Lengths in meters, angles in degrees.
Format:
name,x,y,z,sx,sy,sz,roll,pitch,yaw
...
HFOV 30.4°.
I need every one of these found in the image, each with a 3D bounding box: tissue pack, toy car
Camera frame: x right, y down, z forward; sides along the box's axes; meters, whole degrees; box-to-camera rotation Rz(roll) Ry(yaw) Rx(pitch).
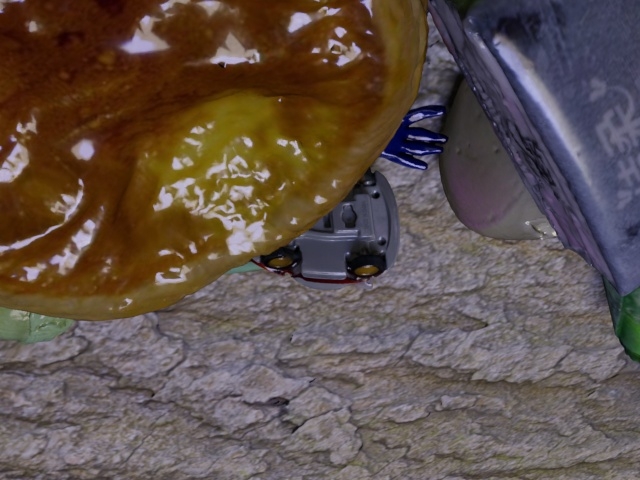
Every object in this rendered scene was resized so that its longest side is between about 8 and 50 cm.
name,x,y,z,sx,sy,sz,roll,pitch,yaw
tissue pack,0.302,-0.182,0.858,0.394,0.124,0.288,-37,121,0
toy car,0.000,0.000,1.099,0.139,0.112,0.112,-3,156,-4

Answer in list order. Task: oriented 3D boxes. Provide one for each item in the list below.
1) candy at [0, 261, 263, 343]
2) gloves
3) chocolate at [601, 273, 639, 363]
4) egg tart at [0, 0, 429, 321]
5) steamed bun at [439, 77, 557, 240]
name,x,y,z,sx,sy,sz,roll,pitch,yaw
candy,-0.156,0.034,1.099,0.335,0.092,0.093,-8,125,-27
gloves,0.072,-0.099,1.037,0.086,0.026,0.064,15,91,-3
chocolate,0.347,0.021,1.266,0.110,0.110,0.291,-24,139,6
egg tart,-0.144,-0.136,0.805,0.443,0.178,0.443,-11,139,-10
steamed bun,0.214,-0.091,1.027,0.170,0.152,0.238,0,140,-24
